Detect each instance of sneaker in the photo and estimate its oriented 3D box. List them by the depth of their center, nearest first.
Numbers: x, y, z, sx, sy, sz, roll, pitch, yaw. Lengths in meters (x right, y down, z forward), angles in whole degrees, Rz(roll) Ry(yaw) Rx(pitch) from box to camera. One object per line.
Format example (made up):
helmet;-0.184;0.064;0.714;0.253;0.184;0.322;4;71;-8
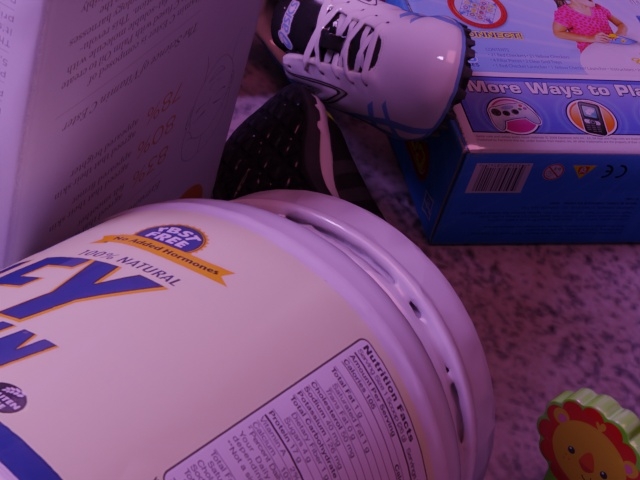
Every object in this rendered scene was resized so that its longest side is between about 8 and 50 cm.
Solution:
sneaker;0.000;0.000;1.008;0.097;0.084;0.235;42;21;-34
sneaker;0.020;-0.119;1.056;0.086;0.085;0.237;13;9;-28

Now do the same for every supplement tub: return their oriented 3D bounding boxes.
supplement tub;-0.085;0.118;0.709;0.235;0.235;0.325;36;33;17

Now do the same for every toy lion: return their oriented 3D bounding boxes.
toy lion;0.154;0.131;0.900;0.034;0.096;0.100;-29;61;-38

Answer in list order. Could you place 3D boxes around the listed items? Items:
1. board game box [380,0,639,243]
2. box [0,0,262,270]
board game box;0.185;-0.136;1.182;0.308;0.086;0.302;0;47;-19
box;-0.153;-0.098;0.839;0.168;0.345;0.215;31;45;13
